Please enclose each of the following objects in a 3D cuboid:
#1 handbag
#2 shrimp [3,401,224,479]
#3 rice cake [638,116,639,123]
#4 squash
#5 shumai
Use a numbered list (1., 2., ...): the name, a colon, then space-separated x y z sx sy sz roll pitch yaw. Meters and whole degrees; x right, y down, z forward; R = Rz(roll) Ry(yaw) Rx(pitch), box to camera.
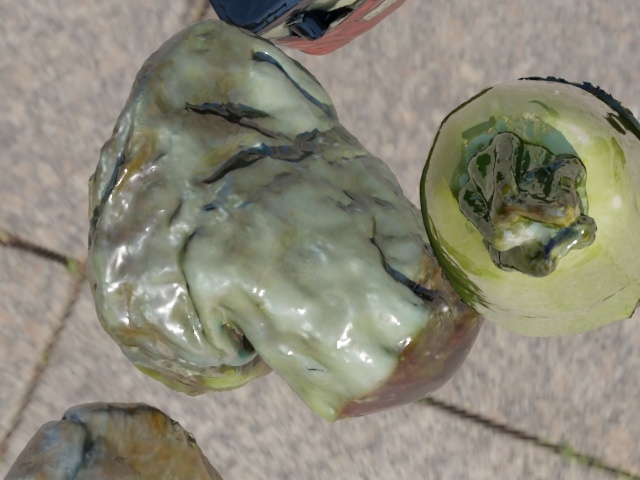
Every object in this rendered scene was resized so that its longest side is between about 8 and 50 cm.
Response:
1. handbag: 0.007 -0.296 1.872 0.254 0.181 0.181 -35 75 21
2. shrimp: -0.159 0.332 1.374 0.221 0.110 0.446 24 60 -32
3. rice cake: 0.392 -0.182 1.823 0.038 0.124 0.211 48 120 24
4. squash: 0.097 -0.032 0.852 0.137 0.287 0.137 -1 82 10
5. shumai: 0.000 0.000 1.433 0.263 0.309 0.304 17 114 29
